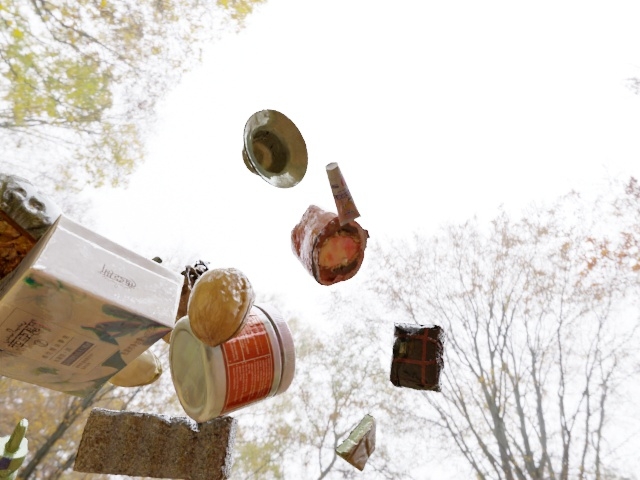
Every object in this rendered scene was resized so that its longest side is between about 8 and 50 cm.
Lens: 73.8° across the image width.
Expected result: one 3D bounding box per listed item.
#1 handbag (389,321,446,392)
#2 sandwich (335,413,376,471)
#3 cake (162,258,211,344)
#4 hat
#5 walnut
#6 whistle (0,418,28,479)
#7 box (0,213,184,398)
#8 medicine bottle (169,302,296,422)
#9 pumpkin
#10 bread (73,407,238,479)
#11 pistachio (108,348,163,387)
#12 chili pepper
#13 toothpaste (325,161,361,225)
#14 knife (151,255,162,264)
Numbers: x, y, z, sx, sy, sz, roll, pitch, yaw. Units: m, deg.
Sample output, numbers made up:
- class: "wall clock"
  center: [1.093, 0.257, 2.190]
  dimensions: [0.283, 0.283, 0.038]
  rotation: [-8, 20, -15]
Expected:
- class: "handbag"
  center: [0.318, 0.375, 1.386]
  dimensions: [0.169, 0.216, 0.155]
  rotation: [-4, -30, 27]
- class: "sandwich"
  center: [0.153, 0.873, 1.753]
  dimensions: [0.063, 0.244, 0.212]
  rotation: [13, -65, 36]
- class: "cake"
  center: [-0.482, 0.229, 1.707]
  dimensions: [0.331, 0.332, 0.322]
  rotation: [19, -69, 6]
- class: "hat"
  center: [-0.171, -0.271, 1.340]
  dimensions: [0.130, 0.257, 0.257]
  rotation: [-12, -67, 43]
- class: "walnut"
  center: [-0.216, 0.140, 0.916]
  dimensions: [0.144, 0.180, 0.144]
  rotation: [8, -32, 5]
- class: "whistle"
  center: [-0.851, 0.588, 1.157]
  dimensions: [0.085, 0.105, 0.228]
  rotation: [22, -80, -39]
- class: "box"
  center: [-0.379, 0.117, 0.657]
  dimensions: [0.274, 0.116, 0.203]
  rotation: [-36, -53, 25]
- class: "medicine bottle"
  center: [-0.227, 0.300, 1.085]
  dimensions: [0.252, 0.240, 0.253]
  rotation: [5, -84, 50]
- class: "pumpkin"
  center: [-0.640, 0.023, 0.819]
  dimensions: [0.192, 0.320, 0.321]
  rotation: [-12, -65, 56]
- class: "bread"
  center: [-0.446, 0.559, 1.173]
  dimensions: [0.415, 0.165, 0.113]
  rotation: [2, -27, 3]
- class: "pistachio"
  center: [-0.599, 0.401, 1.356]
  dimensions: [0.200, 0.145, 0.117]
  rotation: [22, -33, 14]
- class: "chili pepper"
  center: [0.000, 0.000, 1.541]
  dimensions: [0.229, 0.305, 0.252]
  rotation: [-12, -65, -28]
- class: "toothpaste"
  center: [0.058, -0.125, 1.173]
  dimensions: [0.067, 0.043, 0.195]
  rotation: [-25, -52, -2]
- class: "knife"
  center: [-0.674, 0.119, 1.633]
  dimensions: [0.023, 0.162, 0.044]
  rotation: [26, -31, 40]
